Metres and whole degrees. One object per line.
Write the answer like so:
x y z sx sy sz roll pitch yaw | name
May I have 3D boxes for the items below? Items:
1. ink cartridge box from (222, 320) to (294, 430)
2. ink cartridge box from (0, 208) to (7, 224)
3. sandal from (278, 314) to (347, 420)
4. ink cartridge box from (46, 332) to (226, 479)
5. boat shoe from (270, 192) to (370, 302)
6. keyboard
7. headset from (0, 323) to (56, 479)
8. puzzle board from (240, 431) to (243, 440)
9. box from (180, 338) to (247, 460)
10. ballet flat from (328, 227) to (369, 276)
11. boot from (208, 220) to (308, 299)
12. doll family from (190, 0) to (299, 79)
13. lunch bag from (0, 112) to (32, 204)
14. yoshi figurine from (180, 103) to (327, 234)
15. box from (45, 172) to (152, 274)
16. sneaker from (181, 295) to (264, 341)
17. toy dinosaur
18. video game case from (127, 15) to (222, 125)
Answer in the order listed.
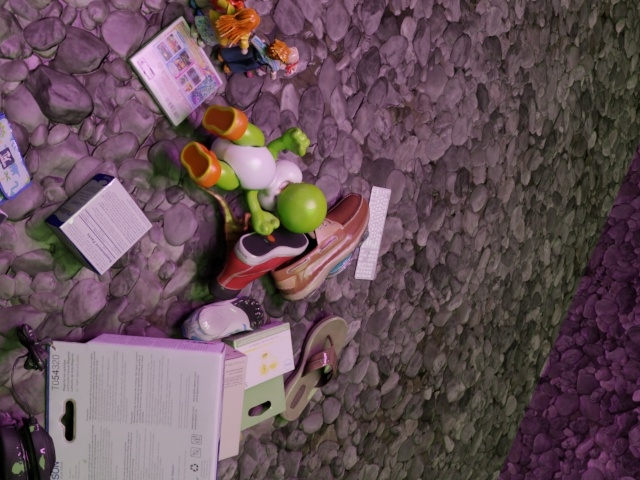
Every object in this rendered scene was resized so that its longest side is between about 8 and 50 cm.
-0.140 0.326 1.553 0.171 0.056 0.235 -13 99 -43 | ink cartridge box
-0.591 -0.016 0.910 0.208 0.045 0.206 46 71 -41 | ink cartridge box
-0.005 0.338 1.688 0.120 0.086 0.303 35 79 -40 | sandal
-0.358 0.347 1.268 0.329 0.071 0.324 6 101 0 | ink cartridge box
0.000 0.000 1.578 0.324 0.122 0.120 -53 129 -22 | boat shoe
0.143 -0.019 1.789 0.072 0.014 0.256 5 97 -46 | keyboard
-0.574 0.347 1.123 0.243 0.185 0.394 24 100 -42 | headset
-0.246 0.468 1.544 0.128 0.011 0.097 -30 120 -37 | puzzle board
-0.258 0.340 1.395 0.126 0.148 0.233 -2 103 -44 | box
0.072 0.028 1.700 0.188 0.070 0.070 -53 132 -16 | ballet flat
-0.141 0.051 1.445 0.176 0.088 0.244 -50 163 30 | boot
-0.145 -0.385 1.272 0.263 0.163 0.118 46 55 -43 | doll family
-0.542 -0.116 1.023 0.151 0.096 0.129 -38 129 -42 | lunch bag
-0.100 -0.121 1.342 0.362 0.203 0.203 31 48 -53 | yoshi figurine
-0.405 -0.031 1.195 0.137 0.072 0.126 -49 131 -25 | box
-0.213 0.175 1.457 0.237 0.086 0.085 -1 76 -57 | sneaker
-0.190 -0.033 1.417 0.112 0.064 0.212 -24 117 -37 | toy dinosaur
-0.280 -0.330 1.274 0.143 0.019 0.157 -50 130 -23 | video game case
